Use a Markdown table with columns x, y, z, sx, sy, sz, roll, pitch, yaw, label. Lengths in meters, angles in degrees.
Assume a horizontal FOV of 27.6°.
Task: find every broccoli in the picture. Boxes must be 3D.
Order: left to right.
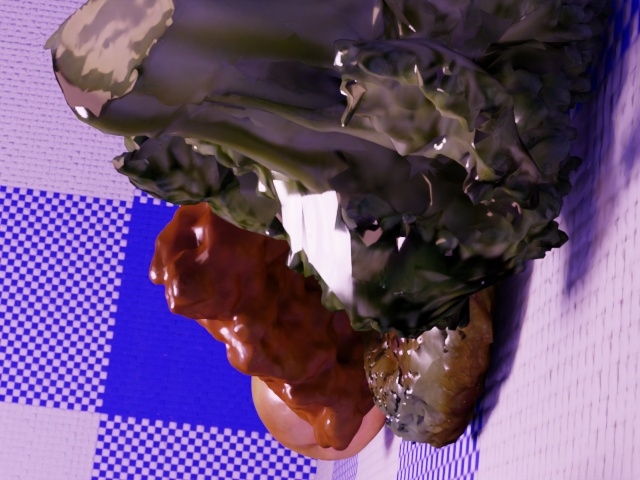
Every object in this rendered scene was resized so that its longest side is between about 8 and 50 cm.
| x | y | z | sx | sy | sz | roll | pitch | yaw | label |
| --- | --- | --- | --- | --- | --- | --- | --- | --- | --- |
| 0.012 | -0.104 | 0.798 | 0.277 | 0.338 | 0.317 | -67 | -14 | 11 | broccoli |

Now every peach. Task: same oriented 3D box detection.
| x | y | z | sx | sy | sz | roll | pitch | yaw | label |
| --- | --- | --- | --- | --- | --- | --- | --- | --- | --- |
| 0.005 | 0.180 | 1.595 | 0.184 | 0.184 | 0.184 | -173 | 90 | -88 | peach |

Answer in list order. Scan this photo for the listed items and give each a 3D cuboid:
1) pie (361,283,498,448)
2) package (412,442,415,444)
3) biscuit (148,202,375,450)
| x | y | z | sx | sy | sz | roll | pitch | yaw | label |
| --- | --- | --- | --- | --- | --- | --- | --- | --- | --- |
| 0.088 | -0.007 | 1.053 | 0.355 | 0.102 | 0.288 | -89 | 0 | -61 | pie |
| 0.095 | 0.139 | 1.250 | 0.111 | 0.033 | 0.077 | 93 | 172 | -51 | package |
| 0.000 | 0.000 | 1.206 | 0.312 | 0.110 | 0.318 | 48 | -123 | -44 | biscuit |
